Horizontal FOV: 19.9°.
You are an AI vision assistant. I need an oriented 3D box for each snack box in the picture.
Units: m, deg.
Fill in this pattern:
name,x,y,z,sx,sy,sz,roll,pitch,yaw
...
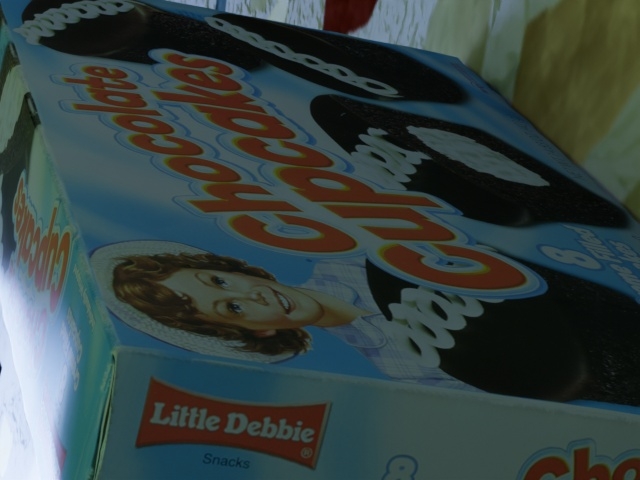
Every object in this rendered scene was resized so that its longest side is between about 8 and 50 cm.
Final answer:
name,x,y,z,sx,sy,sz,roll,pitch,yaw
snack box,0.000,0.000,0.535,0.322,0.187,0.060,-124,46,-63
